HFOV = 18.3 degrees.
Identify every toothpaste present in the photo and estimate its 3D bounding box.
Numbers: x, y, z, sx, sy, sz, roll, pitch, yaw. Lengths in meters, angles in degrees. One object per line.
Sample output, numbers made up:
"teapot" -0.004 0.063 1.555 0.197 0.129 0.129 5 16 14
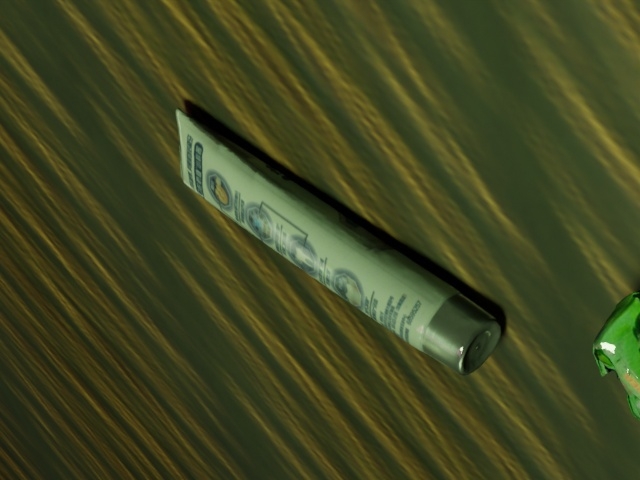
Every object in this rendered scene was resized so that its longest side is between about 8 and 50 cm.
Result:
"toothpaste" 0.000 0.000 1.122 0.239 0.039 0.062 34 148 29

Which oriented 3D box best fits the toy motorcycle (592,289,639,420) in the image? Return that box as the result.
"toy motorcycle" 0.181 0.084 0.932 0.106 0.074 0.190 29 152 52
